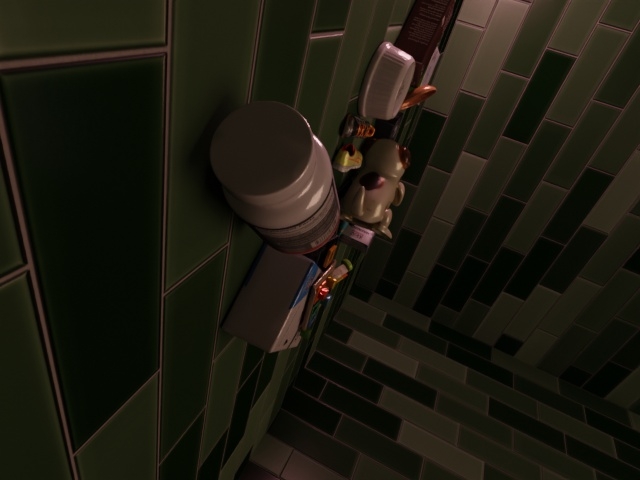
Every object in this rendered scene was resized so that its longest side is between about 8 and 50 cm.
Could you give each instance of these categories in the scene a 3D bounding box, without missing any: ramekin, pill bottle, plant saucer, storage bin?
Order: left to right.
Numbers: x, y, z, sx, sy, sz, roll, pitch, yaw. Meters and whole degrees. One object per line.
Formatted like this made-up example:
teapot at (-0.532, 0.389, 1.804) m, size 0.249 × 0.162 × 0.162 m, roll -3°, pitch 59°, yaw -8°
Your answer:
pill bottle at (-0.075, -0.106, 0.821) m, size 0.210 × 0.211 × 0.363 m, roll -63°, pitch 168°, yaw -10°
storage bin at (-0.008, 0.047, 1.665) m, size 0.122 × 0.084 × 0.180 m, roll -27°, pitch 142°, yaw -48°
ramekin at (0.250, -0.577, 1.505) m, size 0.272 × 0.127 × 0.272 m, roll -61°, pitch 167°, yaw -24°
plant saucer at (0.416, -0.639, 1.812) m, size 0.200 × 0.037 × 0.200 m, roll -22°, pitch -178°, yaw 1°

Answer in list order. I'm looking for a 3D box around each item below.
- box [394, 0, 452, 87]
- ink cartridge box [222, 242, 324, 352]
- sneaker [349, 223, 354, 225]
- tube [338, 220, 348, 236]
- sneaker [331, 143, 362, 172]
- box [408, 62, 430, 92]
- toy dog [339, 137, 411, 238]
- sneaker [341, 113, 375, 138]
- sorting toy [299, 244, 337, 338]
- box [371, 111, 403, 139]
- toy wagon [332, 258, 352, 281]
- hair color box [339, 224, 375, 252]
box at (0.426, -0.861, 1.687) m, size 0.380 × 0.143 × 0.191 m, roll -63°, pitch 169°, yaw -4°
ink cartridge box at (-0.121, 0.192, 1.315) m, size 0.285 × 0.167 × 0.395 m, roll -64°, pitch 169°, yaw -8°
sneaker at (0.220, -0.180, 2.225) m, size 0.106 × 0.078 × 0.234 m, roll -31°, pitch 151°, yaw -49°
tube at (0.131, -0.101, 2.149) m, size 0.080 × 0.052 × 0.207 m, roll -50°, pitch 167°, yaw -32°
sneaker at (0.114, -0.323, 1.534) m, size 0.208 × 0.082 × 0.094 m, roll -45°, pitch 154°, yaw -58°
box at (0.464, -0.815, 1.981) m, size 0.231 × 0.127 × 0.261 m, roll -30°, pitch 142°, yaw -68°
toy dog at (0.241, -0.269, 1.864) m, size 0.395 × 0.285 × 0.407 m, roll 32°, pitch 81°, yaw -60°
sneaker at (0.138, -0.406, 1.468) m, size 0.215 × 0.083 × 0.084 m, roll -41°, pitch 154°, yaw -61°
sorting toy at (0.006, 0.178, 1.322) m, size 0.196 × 0.047 × 0.347 m, roll -50°, pitch 159°, yaw -55°
box at (0.319, -0.536, 1.976) m, size 0.158 × 0.093 × 0.155 m, roll -53°, pitch 163°, yaw -43°
toy wagon at (-0.012, 0.198, 1.747) m, size 0.267 × 0.068 × 0.344 m, roll -31°, pitch 173°, yaw -27°
hair color box at (0.263, -0.114, 2.376) m, size 0.347 × 0.174 × 0.105 m, roll -59°, pitch 168°, yaw -28°
